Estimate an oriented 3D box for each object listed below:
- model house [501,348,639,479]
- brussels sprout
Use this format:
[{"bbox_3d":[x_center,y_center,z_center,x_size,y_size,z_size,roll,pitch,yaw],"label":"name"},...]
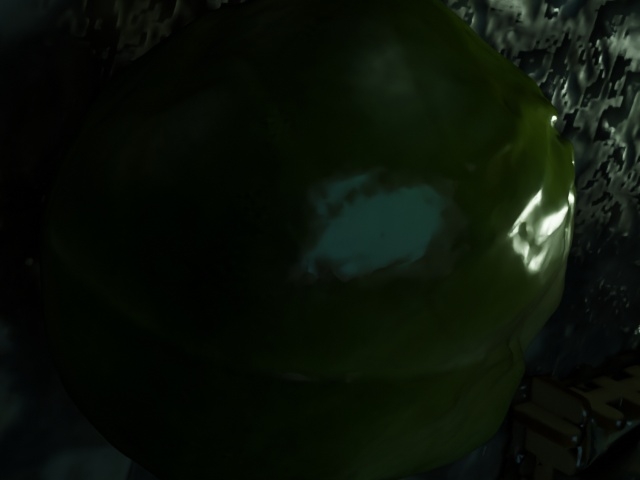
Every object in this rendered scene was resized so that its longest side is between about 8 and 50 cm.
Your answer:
[{"bbox_3d":[0.219,0.114,0.635,0.271,0.206,0.178,-9,117,-38],"label":"model house"},{"bbox_3d":[-0.002,-0.003,0.447,0.155,0.117,0.155,-41,153,-26],"label":"brussels sprout"}]
